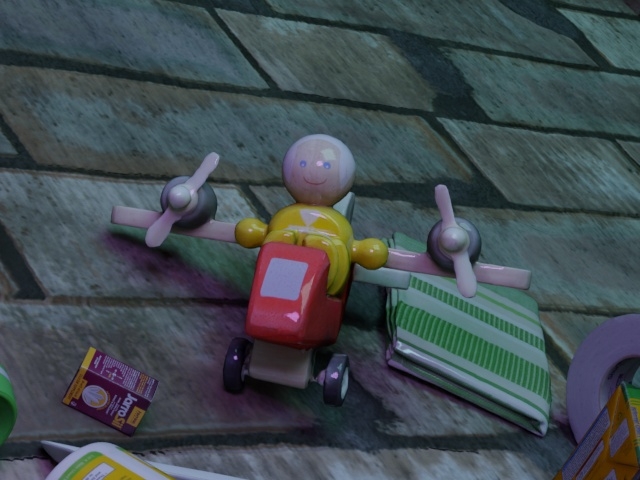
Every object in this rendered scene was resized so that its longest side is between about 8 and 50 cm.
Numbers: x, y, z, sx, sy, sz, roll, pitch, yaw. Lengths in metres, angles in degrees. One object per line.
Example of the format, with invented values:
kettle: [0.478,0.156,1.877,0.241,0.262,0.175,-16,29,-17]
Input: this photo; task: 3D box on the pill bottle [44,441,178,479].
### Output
pill bottle: [-0.134,0.289,1.740,0.246,0.136,0.136,25,20,32]

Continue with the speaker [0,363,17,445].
speaker: [-0.405,0.086,1.907,0.131,0.131,0.296,3,37,-42]

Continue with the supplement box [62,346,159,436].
supplement box: [-0.220,0.159,2.046,0.083,0.055,0.043,26,28,-6]

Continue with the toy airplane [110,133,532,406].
toy airplane: [0.000,0.000,2.298,0.386,0.272,0.384,-8,24,-32]

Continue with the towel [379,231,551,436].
towel: [0.188,0.116,2.560,0.248,0.038,0.325,25,25,-12]

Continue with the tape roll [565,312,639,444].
tape roll: [0.414,0.198,2.434,0.072,0.219,0.219,-4,42,-47]

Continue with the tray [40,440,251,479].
tray: [-0.136,0.244,1.952,0.270,0.030,0.145,15,-6,-28]

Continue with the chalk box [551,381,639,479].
chalk box: [0.441,0.327,2.282,0.289,0.180,0.179,25,27,-13]
